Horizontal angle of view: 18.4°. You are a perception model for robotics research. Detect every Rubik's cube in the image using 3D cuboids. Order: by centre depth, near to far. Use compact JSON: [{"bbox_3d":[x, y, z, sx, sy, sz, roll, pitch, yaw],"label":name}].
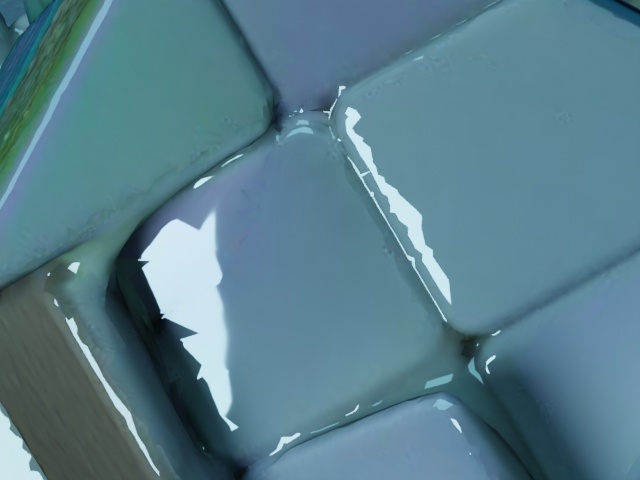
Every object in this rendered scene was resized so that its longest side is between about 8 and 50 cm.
[{"bbox_3d":[0.000,0.000,0.752,0.368,0.358,0.387,-31,2,10],"label":"Rubik's cube"}]

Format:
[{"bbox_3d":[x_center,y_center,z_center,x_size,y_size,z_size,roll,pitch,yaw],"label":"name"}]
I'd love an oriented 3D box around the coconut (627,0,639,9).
[{"bbox_3d":[0.203,-0.080,1.052,0.116,0.122,0.116,17,40,-15],"label":"coconut"}]
